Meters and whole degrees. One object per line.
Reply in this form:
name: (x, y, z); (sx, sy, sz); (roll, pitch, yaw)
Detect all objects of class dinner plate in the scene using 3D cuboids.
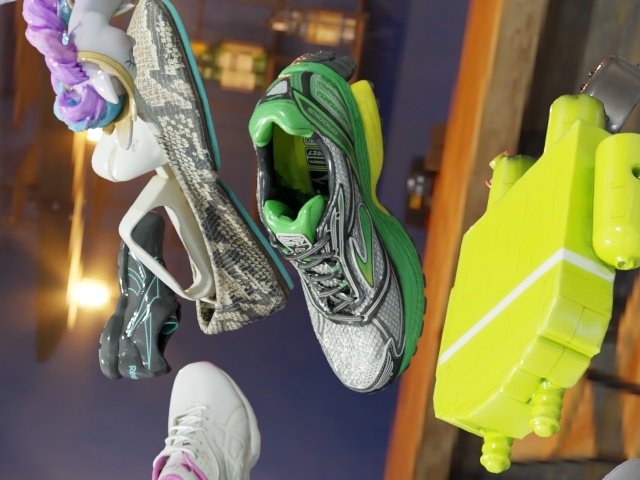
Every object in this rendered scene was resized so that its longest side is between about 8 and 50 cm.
dinner plate: (0.323, 0.305, 1.604); (0.017, 0.141, 0.141); (38, 135, 35)

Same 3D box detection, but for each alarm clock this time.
alarm clock: (0.296, -0.139, 1.501); (0.192, 0.064, 0.129); (-45, -13, -47)

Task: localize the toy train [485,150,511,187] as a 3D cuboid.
toy train: (0.274, -0.047, 1.929); (0.046, 0.125, 0.166); (-41, 34, 21)

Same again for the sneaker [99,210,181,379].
sneaker: (-0.255, 0.085, 2.157); (0.101, 0.106, 0.267); (61, -145, -68)

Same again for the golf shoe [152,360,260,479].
golf shoe: (-0.143, 0.263, 1.712); (0.140, 0.115, 0.306); (45, -155, -48)

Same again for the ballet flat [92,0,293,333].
ballet flat: (-0.187, -0.069, 1.853); (0.164, 0.182, 0.483); (41, 157, 56)

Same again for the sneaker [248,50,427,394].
sneaker: (0.000, 0.000, 1.394); (0.146, 0.134, 0.344); (-41, -60, -51)

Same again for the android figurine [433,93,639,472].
android figurine: (0.150, 0.030, 1.003); (0.248, 0.056, 0.273); (-51, 21, 48)

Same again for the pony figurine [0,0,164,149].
pony figurine: (-0.261, -0.302, 1.366); (0.351, 0.302, 0.364); (32, -127, -41)
